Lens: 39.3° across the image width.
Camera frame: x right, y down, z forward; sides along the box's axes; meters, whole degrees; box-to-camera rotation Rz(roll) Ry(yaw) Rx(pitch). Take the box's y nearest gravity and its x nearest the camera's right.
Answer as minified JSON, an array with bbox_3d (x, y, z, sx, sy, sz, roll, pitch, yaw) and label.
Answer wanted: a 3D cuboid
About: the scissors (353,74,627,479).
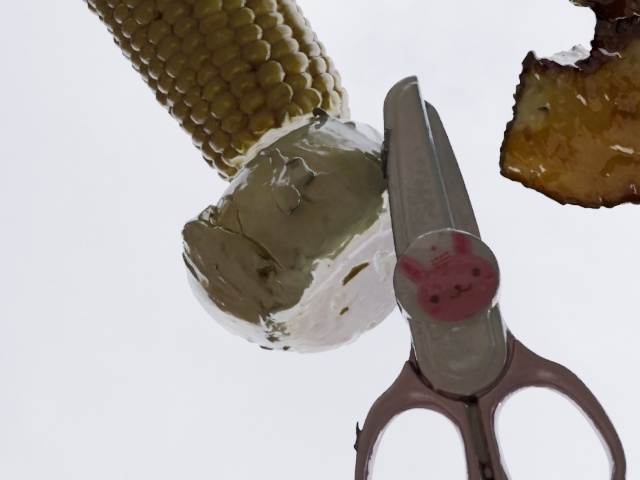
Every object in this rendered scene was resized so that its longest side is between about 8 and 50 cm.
[{"bbox_3d":[0.063,0.025,0.430,0.118,0.030,0.242,-11,-116,7],"label":"scissors"}]

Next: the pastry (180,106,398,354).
[{"bbox_3d":[0.000,0.000,0.532,0.088,0.165,0.166,46,-59,30],"label":"pastry"}]

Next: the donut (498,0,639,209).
[{"bbox_3d":[0.182,-0.114,0.499,0.141,0.085,0.217,34,-43,25],"label":"donut"}]

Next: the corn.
[{"bbox_3d":[-0.114,-0.210,0.652,0.144,0.144,0.387,-38,-96,29],"label":"corn"}]
